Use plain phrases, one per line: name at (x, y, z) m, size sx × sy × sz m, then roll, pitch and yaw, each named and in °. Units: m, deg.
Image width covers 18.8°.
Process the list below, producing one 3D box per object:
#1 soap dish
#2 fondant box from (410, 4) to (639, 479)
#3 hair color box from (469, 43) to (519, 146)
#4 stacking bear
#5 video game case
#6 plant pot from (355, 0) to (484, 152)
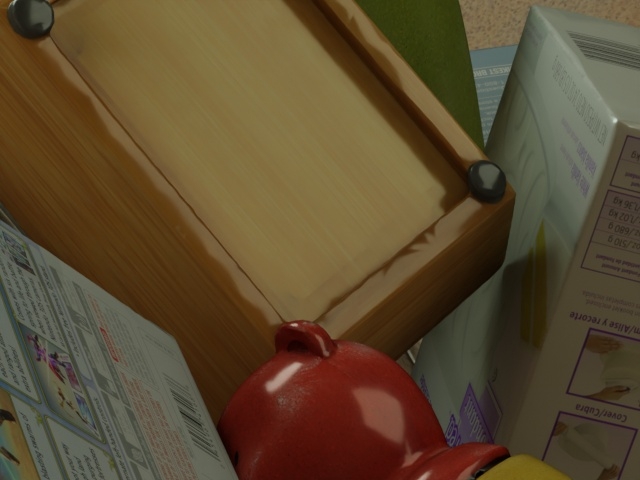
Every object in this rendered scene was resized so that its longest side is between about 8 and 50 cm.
soap dish at (-0.049, -0.049, 1.036) m, size 0.229 × 0.118 × 0.291 m, roll -38°, pitch 86°, yaw -35°
fondant box at (0.139, 0.052, 1.151) m, size 0.096 × 0.330 × 0.238 m, roll 12°, pitch 20°, yaw -10°
hair color box at (0.158, 0.037, 1.491) m, size 0.374 × 0.114 × 0.185 m, roll -110°, pitch -164°, yaw -45°
stacking bear at (0.064, 0.163, 0.864) m, size 0.289 × 0.164 × 0.175 m, roll 45°, pitch -33°, yaw 16°
video game case at (-0.111, 0.087, 0.738) m, size 0.244 × 0.061 × 0.269 m, roll 41°, pitch 13°, yaw -42°
plant pot at (-0.001, -0.079, 1.326) m, size 0.293 × 0.275 × 0.275 m, roll 63°, pitch 5°, yaw -23°
